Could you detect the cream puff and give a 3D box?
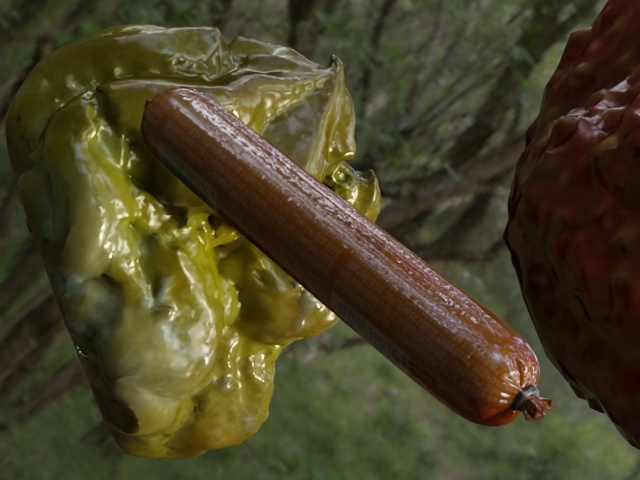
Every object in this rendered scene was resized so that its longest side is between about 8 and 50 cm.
[{"bbox_3d":[-0.084,-0.011,1.092,0.291,0.257,0.324,-122,-166,-76],"label":"cream puff"}]

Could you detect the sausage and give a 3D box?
[{"bbox_3d":[0.000,0.000,0.802,0.348,0.053,0.053,39,-9,38],"label":"sausage"}]

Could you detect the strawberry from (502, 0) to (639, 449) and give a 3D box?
[{"bbox_3d":[0.186,-0.024,0.335,0.288,0.238,0.250,-2,-13,32],"label":"strawberry"}]
